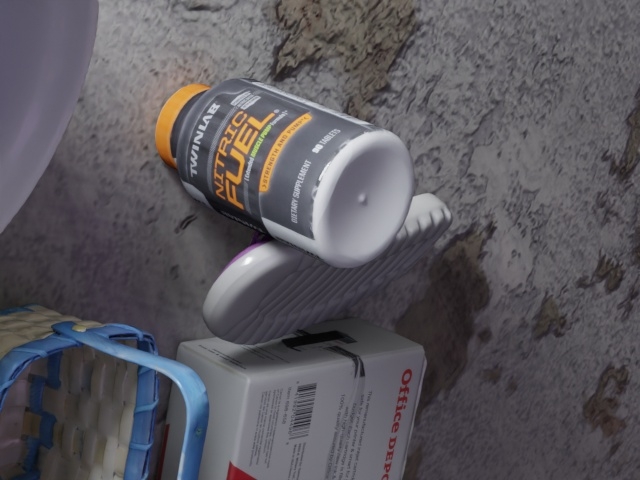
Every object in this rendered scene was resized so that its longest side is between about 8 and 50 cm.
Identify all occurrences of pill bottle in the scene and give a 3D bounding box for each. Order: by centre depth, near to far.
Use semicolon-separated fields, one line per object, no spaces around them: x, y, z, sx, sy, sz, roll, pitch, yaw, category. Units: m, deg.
-0.043;-0.071;1.534;0.130;0.246;0.130;-23;123;-39;pill bottle

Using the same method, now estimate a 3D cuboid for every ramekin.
-0.292;-0.117;1.254;0.277;0.135;0.277;-60;169;-19;ramekin

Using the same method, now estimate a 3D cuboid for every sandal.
-0.009;0.011;1.723;0.169;0.102;0.416;-50;162;24;sandal

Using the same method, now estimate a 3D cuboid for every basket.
-0.214;0.192;1.446;0.201;0.289;0.254;-15;117;-52;basket

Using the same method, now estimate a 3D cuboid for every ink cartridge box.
-0.030;0.201;1.788;0.273;0.114;0.197;-5;112;-45;ink cartridge box
